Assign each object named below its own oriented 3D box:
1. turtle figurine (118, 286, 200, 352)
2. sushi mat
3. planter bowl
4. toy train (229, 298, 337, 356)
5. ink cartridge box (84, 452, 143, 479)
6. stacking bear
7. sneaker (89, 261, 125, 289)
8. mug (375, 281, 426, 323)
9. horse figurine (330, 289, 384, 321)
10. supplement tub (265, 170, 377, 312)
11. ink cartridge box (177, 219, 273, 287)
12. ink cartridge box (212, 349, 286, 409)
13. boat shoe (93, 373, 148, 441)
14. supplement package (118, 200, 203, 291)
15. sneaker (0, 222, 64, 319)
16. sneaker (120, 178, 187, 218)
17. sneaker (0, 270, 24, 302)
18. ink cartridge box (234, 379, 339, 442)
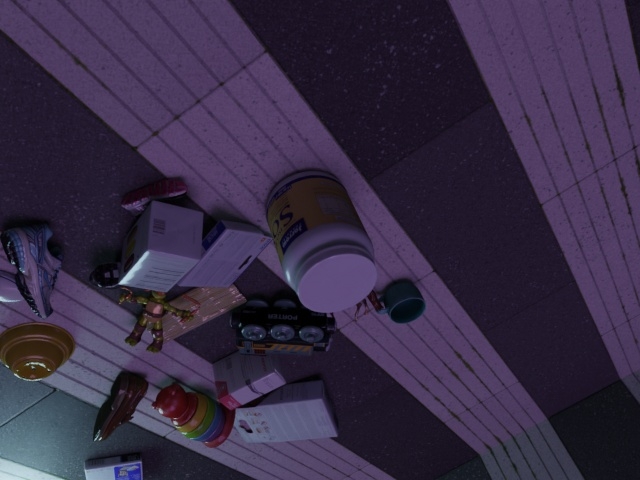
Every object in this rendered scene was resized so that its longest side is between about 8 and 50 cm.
[{"bbox_3d":[-0.502,0.210,1.754,0.270,0.087,0.217,16,110,-16],"label":"turtle figurine"},{"bbox_3d":[-0.393,0.214,1.845,0.317,0.019,0.151,-27,135,5],"label":"sushi mat"},{"bbox_3d":[-0.835,0.345,1.755,0.217,0.090,0.217,-10,133,-11],"label":"planter bowl"},{"bbox_3d":[-0.118,0.285,1.898,0.334,0.142,0.190,2,137,-2],"label":"toy train"},{"bbox_3d":[-0.793,0.905,2.314,0.206,0.045,0.208,-3,131,-18],"label":"ink cartridge box"},{"bbox_3d":[-0.450,0.594,2.085,0.175,0.164,0.289,-35,128,13],"label":"stacking bear"},{"bbox_3d":[-0.525,0.091,1.649,0.234,0.078,0.106,-4,174,-43],"label":"sneaker"},{"bbox_3d":[0.268,0.199,2.015,0.158,0.097,0.129,23,120,-34],"label":"mug"},{"bbox_3d":[0.067,0.193,1.948,0.263,0.066,0.174,-10,118,2],"label":"horse figurine"},{"bbox_3d":[0.000,0.000,1.572,0.241,0.331,0.241,-10,133,-11],"label":"supplement tub"},{"bbox_3d":[-0.268,0.043,1.677,0.223,0.045,0.224,-47,156,15],"label":"ink cartridge box"},{"bbox_3d":[-0.240,0.445,2.014,0.218,0.158,0.092,-29,133,7],"label":"ink cartridge box"},{"bbox_3d":[-0.671,0.575,2.010,0.104,0.110,0.307,17,123,-30],"label":"boat shoe"},{"bbox_3d":[-0.408,0.023,1.524,0.134,0.139,0.244,14,149,-30],"label":"supplement package"},{"bbox_3d":[-0.711,0.081,1.539,0.122,0.110,0.283,-28,138,-36],"label":"sneaker"},{"bbox_3d":[-0.413,-0.100,1.522,0.170,0.063,0.074,-18,137,1],"label":"sneaker"},{"bbox_3d":[-0.884,0.125,1.534,0.258,0.091,0.094,19,122,-35],"label":"sneaker"},{"bbox_3d":[-0.144,0.676,2.340,0.385,0.091,0.308,-7,136,10],"label":"ink cartridge box"}]
